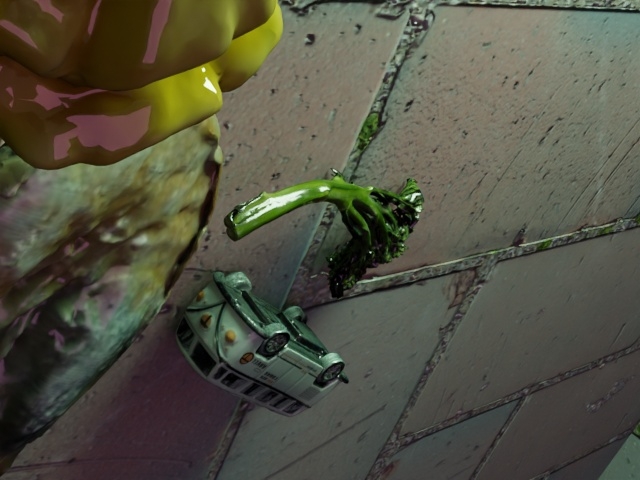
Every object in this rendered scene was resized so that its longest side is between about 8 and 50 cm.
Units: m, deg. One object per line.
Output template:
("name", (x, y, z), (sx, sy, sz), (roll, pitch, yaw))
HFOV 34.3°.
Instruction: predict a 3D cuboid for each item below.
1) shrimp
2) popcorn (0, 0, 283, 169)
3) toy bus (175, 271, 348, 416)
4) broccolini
("shrimp", (-0.212, 0.076, 0.678), (0.445, 0.110, 0.221), (-54, 161, 20))
("popcorn", (-0.111, -0.163, 0.394), (0.225, 0.265, 0.332), (-41, 178, 41))
("toy bus", (-0.055, 0.098, 0.932), (0.089, 0.087, 0.194), (-43, 148, 5))
("broccolini", (-0.004, -0.001, 0.894), (0.271, 0.062, 0.123), (-2, 114, -56))
